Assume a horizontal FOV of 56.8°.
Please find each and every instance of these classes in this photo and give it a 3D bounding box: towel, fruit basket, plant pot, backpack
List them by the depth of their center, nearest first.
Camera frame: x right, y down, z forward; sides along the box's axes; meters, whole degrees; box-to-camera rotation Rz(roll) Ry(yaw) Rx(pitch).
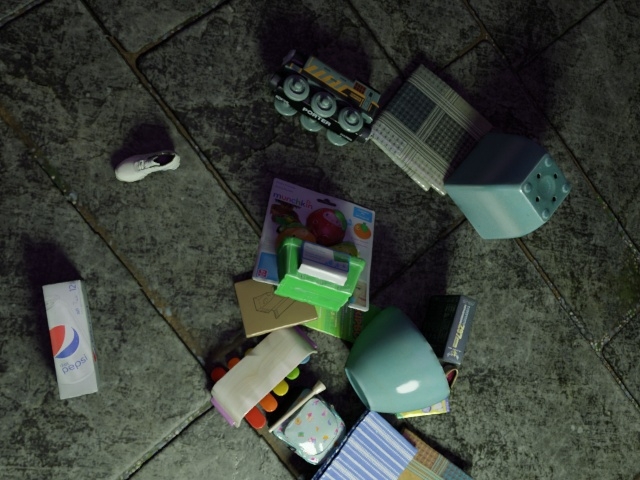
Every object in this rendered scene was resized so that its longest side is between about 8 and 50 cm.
[{"bbox_3d":[0.181,0.349,1.602,0.195,0.290,0.290,-28,94,-12],"label":"plant pot"},{"bbox_3d":[-0.024,0.512,1.621,0.188,0.144,0.166,46,72,-16],"label":"backpack"},{"bbox_3d":[0.107,0.653,1.625,0.336,0.040,0.243,-50,116,-14],"label":"towel"},{"bbox_3d":[0.000,0.000,1.636,0.327,0.165,0.353,18,58,-12],"label":"fruit basket"},{"bbox_3d":[0.242,0.771,1.714,0.271,0.040,0.370,38,76,-4],"label":"towel"},{"bbox_3d":[0.577,-0.159,1.750,0.247,0.252,0.248,-49,113,-14],"label":"plant pot"},{"bbox_3d":[0.340,-0.339,1.838,0.324,0.056,0.312,39,74,-7],"label":"towel"}]

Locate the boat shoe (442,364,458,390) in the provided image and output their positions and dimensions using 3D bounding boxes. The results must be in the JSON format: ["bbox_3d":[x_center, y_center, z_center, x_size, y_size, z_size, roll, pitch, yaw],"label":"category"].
[{"bbox_3d":[0.369,0.437,1.781,0.050,0.045,0.135,31,79,-11],"label":"boat shoe"}]

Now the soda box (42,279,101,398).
[{"bbox_3d":[-0.626,0.245,1.496,0.091,0.098,0.286,-9,89,-16],"label":"soda box"}]

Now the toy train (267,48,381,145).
[{"bbox_3d":[0.015,-0.414,1.711,0.334,0.142,0.190,29,67,-10],"label":"toy train"}]

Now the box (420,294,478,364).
[{"bbox_3d":[0.356,0.250,1.695,0.059,0.233,0.183,20,81,-7],"label":"box"}]

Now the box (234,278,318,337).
[{"bbox_3d":[-0.125,0.167,1.636,0.201,0.021,0.164,-13,64,-10],"label":"box"}]

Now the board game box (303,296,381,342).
[{"bbox_3d":[0.042,0.212,1.715,0.259,0.039,0.124,21,81,-10],"label":"board game box"}]

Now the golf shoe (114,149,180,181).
[{"bbox_3d":[-0.464,-0.208,1.582,0.176,0.086,0.069,-21,93,-14],"label":"golf shoe"}]

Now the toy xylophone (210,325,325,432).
[{"bbox_3d":[-0.135,0.375,1.592,0.323,0.081,0.236,-33,70,-14],"label":"toy xylophone"}]

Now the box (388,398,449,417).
[{"bbox_3d":[0.281,0.459,1.740,0.179,0.043,0.105,-9,88,4],"label":"box"}]
